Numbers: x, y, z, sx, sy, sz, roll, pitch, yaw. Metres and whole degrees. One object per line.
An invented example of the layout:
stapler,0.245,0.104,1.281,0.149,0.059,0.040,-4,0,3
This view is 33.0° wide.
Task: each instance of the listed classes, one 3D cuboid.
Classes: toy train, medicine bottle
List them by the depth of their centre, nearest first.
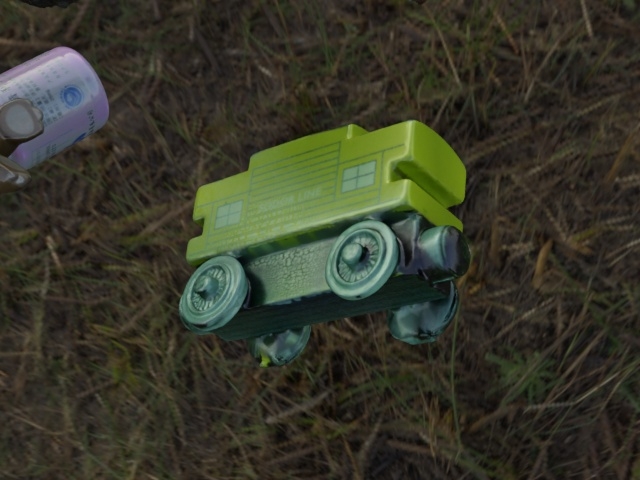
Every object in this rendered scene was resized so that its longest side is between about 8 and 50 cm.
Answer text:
toy train,0.000,0.000,1.394,0.442,0.179,0.272,-14,57,36
medicine bottle,-0.473,-0.190,1.701,0.254,0.152,0.152,-36,73,-30

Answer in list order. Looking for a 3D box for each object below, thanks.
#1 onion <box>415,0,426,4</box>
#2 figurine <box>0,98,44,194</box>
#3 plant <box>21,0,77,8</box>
onion,0.184,-0.492,1.776,0.173,0.198,0.135,24,38,19
figurine,-0.447,-0.085,1.138,0.247,0.173,0.177,-28,34,16
plant,-0.406,-0.443,1.336,0.215,0.312,0.213,6,68,48
